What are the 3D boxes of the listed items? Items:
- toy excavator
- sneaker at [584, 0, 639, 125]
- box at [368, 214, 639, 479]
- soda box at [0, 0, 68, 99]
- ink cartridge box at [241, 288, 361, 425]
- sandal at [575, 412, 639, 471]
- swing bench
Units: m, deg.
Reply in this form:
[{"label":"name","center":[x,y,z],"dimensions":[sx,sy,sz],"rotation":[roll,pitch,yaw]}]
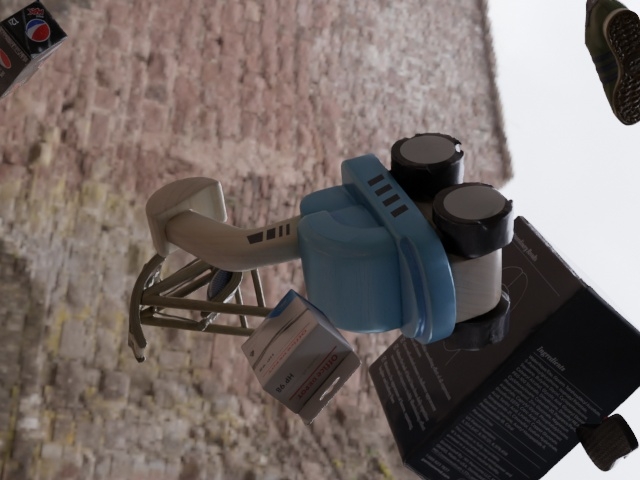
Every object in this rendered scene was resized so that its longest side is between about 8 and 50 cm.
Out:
[{"label":"toy excavator","center":[0.000,0.000,1.346],"dimensions":[0.433,0.445,0.222],"rotation":[-122,-159,-50]},{"label":"sneaker","center":[0.396,-0.249,1.249],"dimensions":[0.192,0.064,0.086],"rotation":[61,3,-44]},{"label":"box","center":[0.306,0.205,1.546],"dimensions":[0.395,0.212,0.293],"rotation":[-47,-158,12]},{"label":"soda box","center":[-0.360,-0.220,1.100],"dimensions":[0.060,0.053,0.169],"rotation":[-45,-165,-31]},{"label":"ink cartridge box","center":[-0.027,0.136,1.127],"dimensions":[0.104,0.060,0.180],"rotation":[-50,-160,0]},{"label":"sandal","center":[0.375,0.254,1.193],"dimensions":[0.067,0.040,0.179],"rotation":[60,-12,16]},{"label":"swing bench","center":[-0.222,0.103,1.646],"dimensions":[0.253,0.254,0.165],"rotation":[135,-57,-72]}]
